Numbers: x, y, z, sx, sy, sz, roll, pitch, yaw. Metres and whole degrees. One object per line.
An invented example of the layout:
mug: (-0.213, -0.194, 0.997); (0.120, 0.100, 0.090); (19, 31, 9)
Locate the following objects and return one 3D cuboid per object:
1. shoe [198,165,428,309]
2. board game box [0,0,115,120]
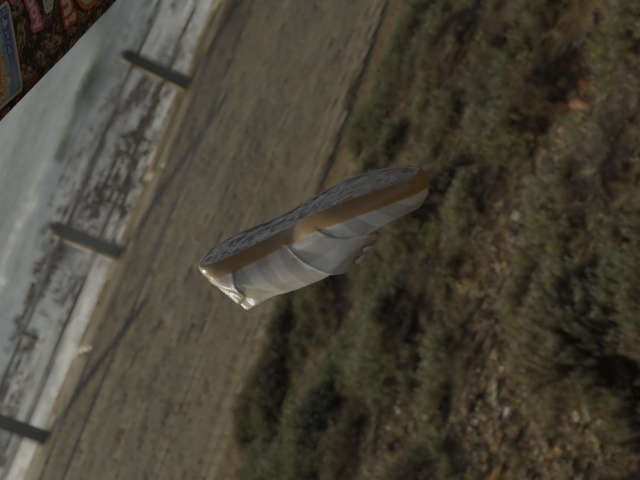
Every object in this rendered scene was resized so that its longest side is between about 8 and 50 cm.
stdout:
shoe: (0.000, 0.000, 0.855); (0.219, 0.058, 0.076); (-23, 14, 35)
board game box: (-0.244, -0.144, 0.500); (0.291, 0.232, 0.141); (-67, -21, -51)
